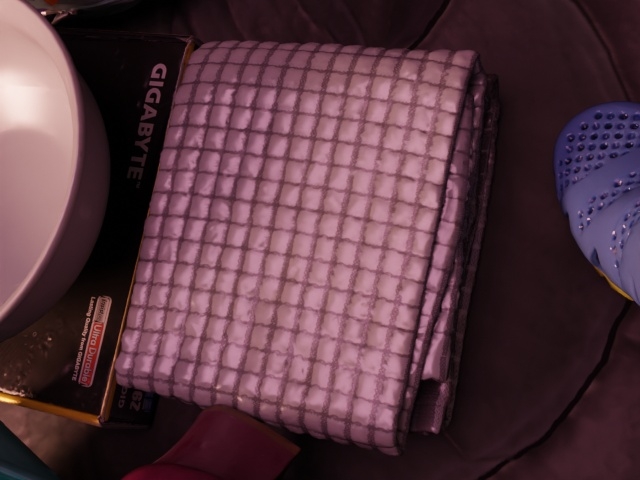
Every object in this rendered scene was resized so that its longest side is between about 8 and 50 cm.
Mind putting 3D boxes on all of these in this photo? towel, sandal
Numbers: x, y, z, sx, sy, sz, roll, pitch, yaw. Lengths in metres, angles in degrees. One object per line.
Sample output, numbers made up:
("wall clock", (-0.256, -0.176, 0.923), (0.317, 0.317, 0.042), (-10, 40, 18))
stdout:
("towel", (0.000, 0.000, 0.802), (0.235, 0.121, 0.283), (8, 83, 21))
("sandal", (0.233, 0.013, 0.658), (0.126, 0.138, 0.317), (-39, 45, 13))

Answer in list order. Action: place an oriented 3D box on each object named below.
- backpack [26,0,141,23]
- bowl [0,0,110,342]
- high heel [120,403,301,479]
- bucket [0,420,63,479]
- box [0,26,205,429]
("backpack", (-0.225, -0.302, 0.929), (0.253, 0.191, 0.225), (-3, 74, 26))
("bowl", (-0.270, -0.038, 0.836), (0.298, 0.134, 0.297), (-5, 77, 23))
("high heel", (0.032, 0.251, 0.656), (0.377, 0.181, 0.127), (25, 123, 12))
("bucket", (-0.295, 0.242, 0.755), (0.183, 0.281, 0.281), (42, 96, 24))
("box", (-0.234, -0.021, 0.933), (0.257, 0.079, 0.322), (9, 82, 27))
